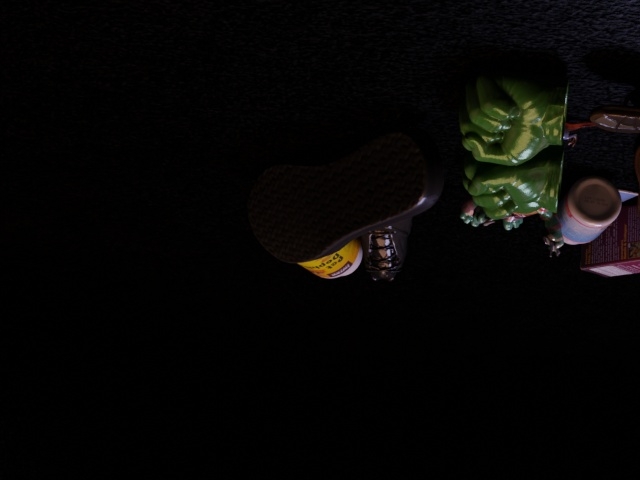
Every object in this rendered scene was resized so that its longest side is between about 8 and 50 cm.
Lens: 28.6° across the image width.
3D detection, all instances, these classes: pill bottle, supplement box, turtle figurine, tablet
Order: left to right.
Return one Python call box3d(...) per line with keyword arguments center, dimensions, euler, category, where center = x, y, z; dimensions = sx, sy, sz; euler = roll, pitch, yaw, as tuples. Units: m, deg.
box3d(center=(0.000, 0.000, 2.299), dimensions=(0.117, 0.117, 0.215), euler=(-3, 164, 24), category="pill bottle")
box3d(center=(0.326, -0.048, 2.038), dimensions=(0.175, 0.118, 0.234), euler=(24, 175, -15), category="turtle figurine")
box3d(center=(0.435, -0.045, 2.073), dimensions=(0.087, 0.087, 0.160), euler=(5, 165, -2), category="pill bottle")
box3d(center=(0.490, -0.073, 2.110), dimensions=(0.054, 0.006, 0.083), euler=(9, 165, -19), category="tablet")
box3d(center=(0.548, -0.003, 2.164), dimensions=(0.080, 0.104, 0.188), euler=(17, 161, -40), category="supplement box")

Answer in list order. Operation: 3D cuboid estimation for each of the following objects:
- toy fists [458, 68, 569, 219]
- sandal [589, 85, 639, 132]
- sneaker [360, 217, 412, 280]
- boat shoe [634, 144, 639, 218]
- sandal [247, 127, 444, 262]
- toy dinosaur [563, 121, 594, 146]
box3d(center=(0.258, -0.126, 1.709), dimensions=(0.142, 0.096, 0.279), euler=(7, 148, 13), category="toy fists")
box3d(center=(0.450, -0.180, 1.640), dimensions=(0.219, 0.060, 0.090), euler=(-7, 174, -13), category="sandal")
box3d(center=(0.117, -0.005, 2.230), dimensions=(0.109, 0.130, 0.286), euler=(3, 164, 11), category="sneaker")
box3d(center=(0.557, -0.086, 1.891), dimensions=(0.123, 0.123, 0.342), euler=(-27, 153, 1), category="boat shoe")
box3d(center=(0.046, -0.064, 1.995), dimensions=(0.107, 0.168, 0.445), euler=(-6, 175, -41), category="sandal")
box3d(center=(0.332, -0.167, 1.783), dimensions=(0.090, 0.047, 0.082), euler=(-39, 136, 19), category="toy dinosaur")
